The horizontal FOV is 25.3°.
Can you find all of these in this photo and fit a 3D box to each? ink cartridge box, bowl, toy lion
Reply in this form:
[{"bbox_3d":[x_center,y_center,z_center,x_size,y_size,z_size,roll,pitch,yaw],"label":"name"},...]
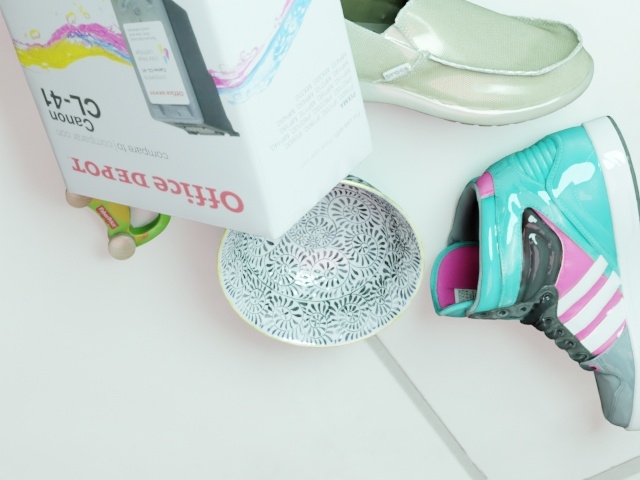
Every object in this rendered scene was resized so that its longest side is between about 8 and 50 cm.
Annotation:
[{"bbox_3d":[-0.110,-0.172,0.994,0.226,0.131,0.306,13,131,36],"label":"ink cartridge box"},{"bbox_3d":[0.000,0.000,1.200,0.170,0.080,0.170,0,124,-1],"label":"bowl"},{"bbox_3d":[-0.158,-0.045,1.198,0.096,0.034,0.100,-30,120,8],"label":"toy lion"}]

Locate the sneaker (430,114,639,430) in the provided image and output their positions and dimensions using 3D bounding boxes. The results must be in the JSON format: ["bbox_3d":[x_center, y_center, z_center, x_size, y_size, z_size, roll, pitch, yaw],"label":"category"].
[{"bbox_3d":[0.186,0.051,1.210,0.178,0.124,0.295,-14,115,2],"label":"sneaker"}]

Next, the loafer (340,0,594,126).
[{"bbox_3d":[0.079,-0.153,1.087,0.269,0.102,0.092,3,130,-3],"label":"loafer"}]
